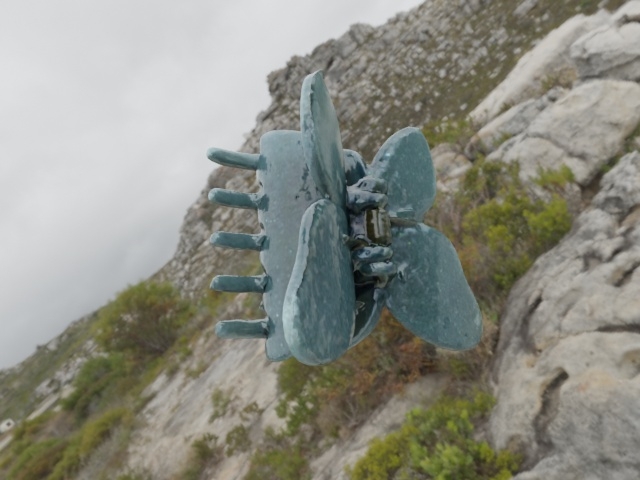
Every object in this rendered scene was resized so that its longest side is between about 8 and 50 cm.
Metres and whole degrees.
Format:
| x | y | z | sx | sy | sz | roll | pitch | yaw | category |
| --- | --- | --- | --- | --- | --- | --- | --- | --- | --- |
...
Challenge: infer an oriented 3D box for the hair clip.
| x | y | z | sx | sy | sz | roll | pitch | yaw | category |
| --- | --- | --- | --- | --- | --- | --- | --- | --- | --- |
| 0.000 | 0.000 | 0.699 | 0.239 | 0.317 | 0.392 | -15 | -14 | 38 | hair clip |
